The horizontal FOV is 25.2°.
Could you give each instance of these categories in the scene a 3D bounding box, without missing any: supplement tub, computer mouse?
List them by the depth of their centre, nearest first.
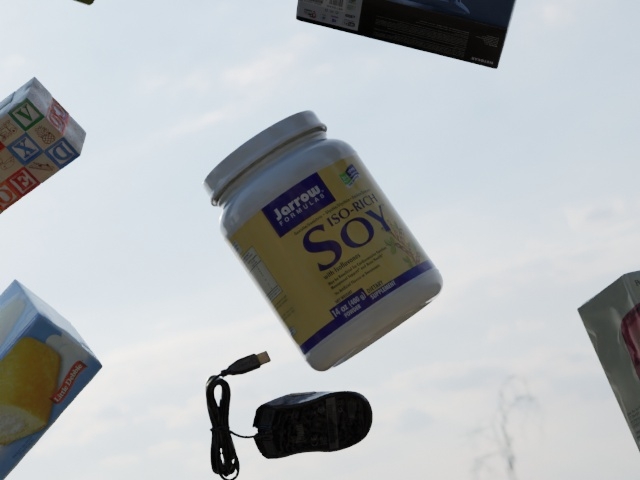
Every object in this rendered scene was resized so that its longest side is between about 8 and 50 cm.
[{"bbox_3d":[0.000,0.000,2.109,0.241,0.331,0.241,-34,-7,-5],"label":"supplement tub"},{"bbox_3d":[-0.057,0.246,2.175,0.262,0.184,0.060,-14,14,-14],"label":"computer mouse"}]

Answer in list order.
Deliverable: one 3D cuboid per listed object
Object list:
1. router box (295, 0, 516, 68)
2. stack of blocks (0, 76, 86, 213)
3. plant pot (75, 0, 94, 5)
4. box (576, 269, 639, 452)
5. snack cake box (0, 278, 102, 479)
[{"bbox_3d":[0.142,-0.392,2.129,0.309,0.243,0.081,15,-43,5],"label":"router box"},{"bbox_3d":[-0.548,-0.136,2.314,0.297,0.087,0.171,-33,-64,17],"label":"stack of blocks"},{"bbox_3d":[-0.264,-0.285,1.493,0.079,0.083,0.083,25,-35,-21],"label":"plant pot"},{"bbox_3d":[0.485,0.159,1.976,0.148,0.232,0.127,-11,-20,-29],"label":"box"},{"bbox_3d":[-0.352,0.179,1.450,0.264,0.089,0.152,-50,26,-5],"label":"snack cake box"}]
